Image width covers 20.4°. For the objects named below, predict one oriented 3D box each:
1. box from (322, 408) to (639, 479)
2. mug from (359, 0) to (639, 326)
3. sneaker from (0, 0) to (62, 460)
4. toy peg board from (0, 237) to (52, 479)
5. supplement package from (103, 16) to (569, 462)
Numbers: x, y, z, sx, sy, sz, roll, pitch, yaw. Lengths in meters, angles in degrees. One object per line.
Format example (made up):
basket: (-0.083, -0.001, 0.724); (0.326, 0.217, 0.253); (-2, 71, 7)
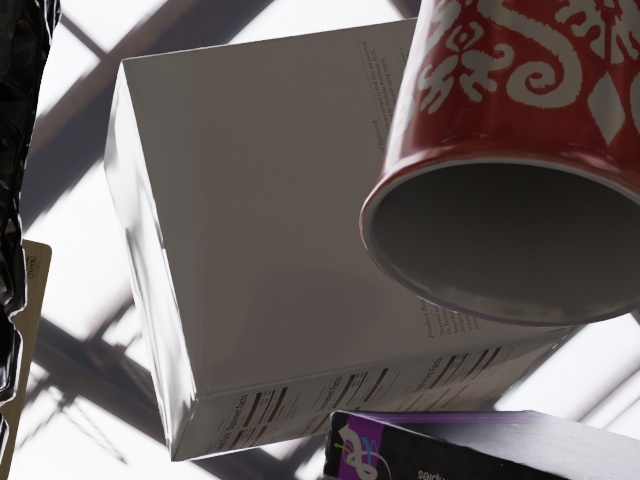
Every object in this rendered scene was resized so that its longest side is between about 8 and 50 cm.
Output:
box: (0.097, 0.089, 0.621); (0.162, 0.116, 0.029); (10, -87, 46)
mug: (0.070, -0.063, 0.681); (0.150, 0.113, 0.169); (-19, -131, 41)
sneaker: (-0.132, -0.017, 0.496); (0.106, 0.101, 0.267); (6, -104, -2)
toy peg board: (-0.275, 0.064, 1.153); (0.079, 0.160, 0.161); (3, -99, 61)
supplement package: (0.000, 0.000, 0.994); (0.203, 0.149, 0.194); (-10, -108, -14)
